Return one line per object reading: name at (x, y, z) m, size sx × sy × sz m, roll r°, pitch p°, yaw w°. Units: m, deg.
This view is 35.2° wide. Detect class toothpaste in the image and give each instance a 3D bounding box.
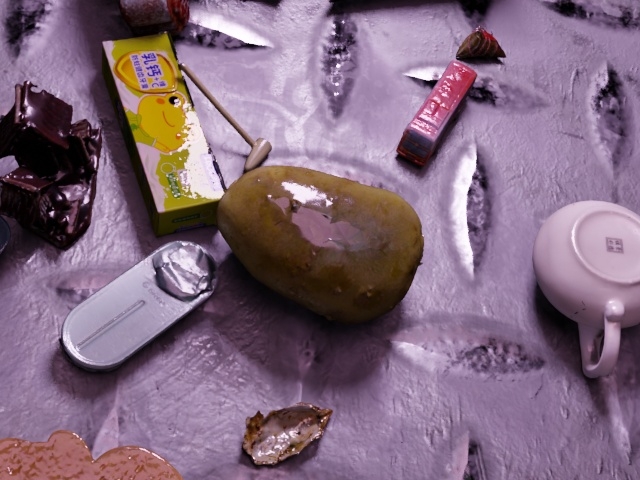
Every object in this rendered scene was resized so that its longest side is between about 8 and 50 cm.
toothpaste at (-0.239, -0.165, 1.534) m, size 0.110 × 0.077 × 0.327 m, roll -14°, pitch 66°, yaw -18°

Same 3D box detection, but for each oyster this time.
oyster at (-0.043, 0.264, 1.371) m, size 0.132 × 0.029 × 0.086 m, roll 2°, pitch 67°, yaw -16°

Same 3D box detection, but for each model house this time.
model house at (-0.382, -0.107, 1.421) m, size 0.141 × 0.164 × 0.203 m, roll -2°, pitch 64°, yaw -9°

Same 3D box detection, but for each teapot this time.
teapot at (0.420, 0.058, 1.535) m, size 0.208 × 0.166 × 0.299 m, roll 14°, pitch 66°, yaw -14°

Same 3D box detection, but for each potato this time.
potato at (0.000, 0.000, 1.439) m, size 0.307 × 0.173 × 0.210 m, roll 22°, pitch 74°, yaw -6°

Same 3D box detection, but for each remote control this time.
remote control at (-0.248, 0.091, 1.404) m, size 0.247 × 0.052 × 0.104 m, roll -36°, pitch 76°, yaw -28°

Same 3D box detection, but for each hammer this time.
hammer at (-0.157, -0.191, 1.553) m, size 0.195 × 0.028 × 0.060 m, roll 48°, pitch 61°, yaw -16°

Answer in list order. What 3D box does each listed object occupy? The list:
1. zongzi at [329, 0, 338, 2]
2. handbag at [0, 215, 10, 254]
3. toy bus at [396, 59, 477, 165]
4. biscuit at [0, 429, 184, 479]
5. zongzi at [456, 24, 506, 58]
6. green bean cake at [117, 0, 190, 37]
zongzi at (0.182, -0.535, 1.773) m, size 0.383 × 0.319 × 0.362 m, roll 16°, pitch 68°, yaw 16°
handbag at (-0.542, -0.014, 1.332) m, size 0.229 × 0.062 × 0.179 m, roll 43°, pitch 57°, yaw -24°
toy bus at (0.192, -0.212, 1.661) m, size 0.065 × 0.077 × 0.192 m, roll 29°, pitch 58°, yaw 7°
biscuit at (-0.292, 0.341, 1.261) m, size 0.289 × 0.044 × 0.202 m, roll 17°, pitch 59°, yaw -2°
zongzi at (0.283, -0.354, 1.785) m, size 0.083 × 0.067 × 0.073 m, roll 9°, pitch 46°, yaw -30°
green bean cake at (-0.269, -0.442, 1.619) m, size 0.097 × 0.198 × 0.232 m, roll -6°, pitch 82°, yaw 2°
